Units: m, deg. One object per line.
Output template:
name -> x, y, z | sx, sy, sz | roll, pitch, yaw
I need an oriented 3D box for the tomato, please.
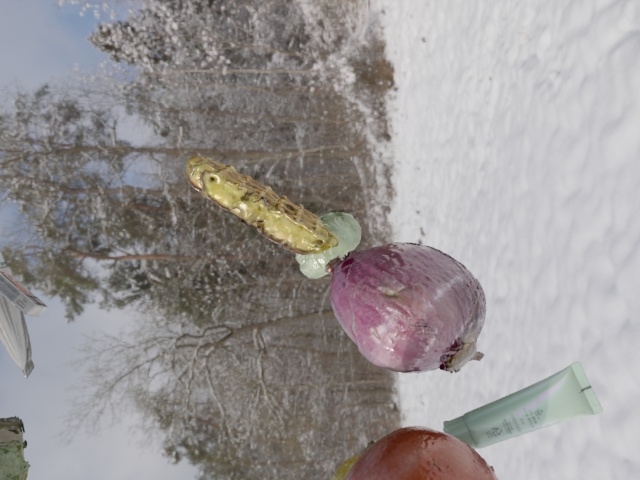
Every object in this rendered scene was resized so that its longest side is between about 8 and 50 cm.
tomato -> 0.119, 0.333, 0.610 | 0.208, 0.185, 0.208 | 43, 147, 38

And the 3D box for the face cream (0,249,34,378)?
face cream -> -0.712, 0.156, 1.161 | 0.143, 0.089, 0.314 | -8, 105, 66

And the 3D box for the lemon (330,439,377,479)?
lemon -> 0.143, 0.522, 0.921 | 0.297, 0.298, 0.296 | 2, -90, -82

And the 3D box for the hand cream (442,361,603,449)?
hand cream -> 0.271, 0.237, 0.704 | 0.078, 0.205, 0.050 | 64, -167, -1

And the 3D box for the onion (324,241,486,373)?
onion -> 0.136, 0.069, 0.910 | 0.267, 0.349, 0.158 | -8, -54, -44

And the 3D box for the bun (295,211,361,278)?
bun -> 0.000, 0.000, 1.352 | 0.204, 0.126, 0.213 | -47, 17, -22

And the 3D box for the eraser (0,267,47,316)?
eraser -> -0.594, 0.101, 1.003 | 0.029, 0.122, 0.052 | -50, -4, -11

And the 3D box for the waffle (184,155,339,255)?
waffle -> -0.112, -0.064, 0.958 | 0.283, 0.309, 0.065 | 19, -77, -51

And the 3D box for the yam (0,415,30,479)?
yam -> -0.562, 0.344, 0.687 | 0.300, 0.195, 0.194 | 17, -106, -52
